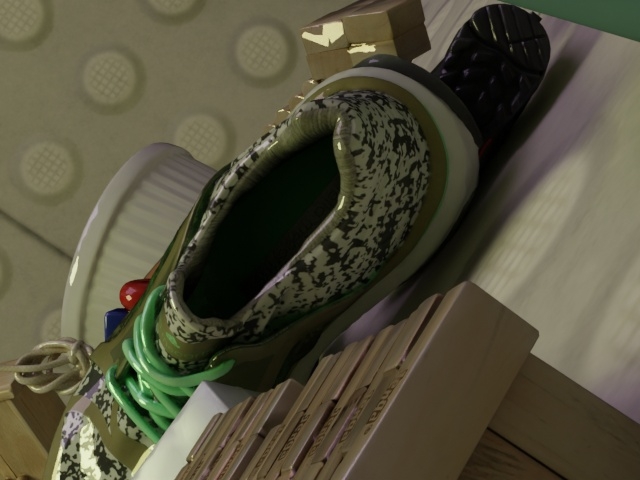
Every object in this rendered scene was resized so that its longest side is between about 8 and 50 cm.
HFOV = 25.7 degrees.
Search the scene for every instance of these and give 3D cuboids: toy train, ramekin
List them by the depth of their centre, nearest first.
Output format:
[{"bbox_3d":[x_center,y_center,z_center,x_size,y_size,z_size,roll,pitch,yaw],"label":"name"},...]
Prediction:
[{"bbox_3d":[-0.118,0.073,1.051,0.143,0.248,0.105,-42,-48,-78],"label":"toy train"},{"bbox_3d":[-0.158,0.040,1.510,0.273,0.127,0.272,20,-90,-75],"label":"ramekin"}]

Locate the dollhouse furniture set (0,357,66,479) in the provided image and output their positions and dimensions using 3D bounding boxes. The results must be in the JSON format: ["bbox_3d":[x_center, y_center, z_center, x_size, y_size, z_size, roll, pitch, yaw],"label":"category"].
[{"bbox_3d":[-0.305,0.269,1.042,0.303,0.173,0.355,-16,25,30],"label":"dollhouse furniture set"}]

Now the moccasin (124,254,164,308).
[{"bbox_3d":[-0.155,0.146,1.306,0.380,0.139,0.147,-54,20,-16],"label":"moccasin"}]

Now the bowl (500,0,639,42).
[{"bbox_3d":[0.175,-0.212,0.630,0.311,0.163,0.311,-55,7,11],"label":"bowl"}]

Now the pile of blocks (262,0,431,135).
[{"bbox_3d":[0.018,-0.056,1.118,0.113,0.149,0.362,-35,-14,-44],"label":"pile of blocks"}]

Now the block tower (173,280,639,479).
[{"bbox_3d":[0.009,0.110,0.559,0.091,0.097,0.335,-58,6,-21],"label":"block tower"}]

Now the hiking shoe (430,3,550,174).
[{"bbox_3d":[0.083,-0.061,0.964,0.227,0.086,0.114,-49,-7,17],"label":"hiking shoe"}]

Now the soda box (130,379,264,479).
[{"bbox_3d":[-0.088,0.189,0.813,0.216,0.074,0.069,-54,-36,11],"label":"soda box"}]

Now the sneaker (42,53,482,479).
[{"bbox_3d":[-0.074,0.054,0.862,0.410,0.158,0.182,-56,-19,11],"label":"sneaker"}]
